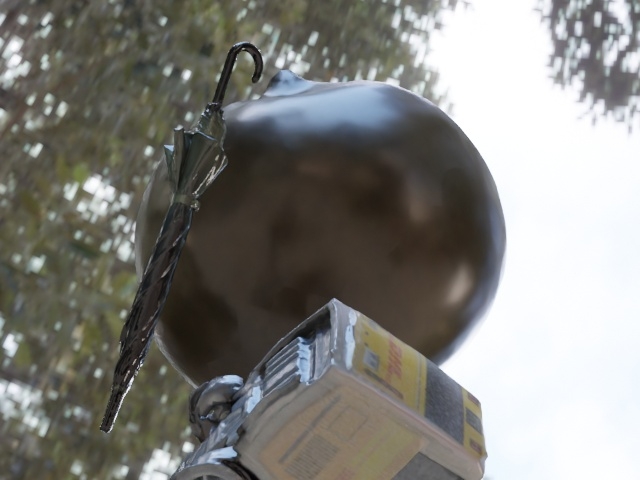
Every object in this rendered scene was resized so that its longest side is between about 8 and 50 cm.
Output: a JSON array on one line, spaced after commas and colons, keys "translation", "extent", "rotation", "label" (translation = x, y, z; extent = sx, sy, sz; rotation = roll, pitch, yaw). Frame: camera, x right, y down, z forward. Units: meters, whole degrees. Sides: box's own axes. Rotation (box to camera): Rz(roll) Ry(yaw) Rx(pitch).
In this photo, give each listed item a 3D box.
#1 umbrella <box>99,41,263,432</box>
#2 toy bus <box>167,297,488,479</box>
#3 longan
[{"translation": [-0.096, -0.011, 1.061], "extent": [0.044, 0.269, 0.044], "rotation": [35, -24, -34], "label": "umbrella"}, {"translation": [-0.058, 0.188, 0.905], "extent": [0.138, 0.097, 0.342], "rotation": [32, -71, -12], "label": "toy bus"}, {"translation": [0.003, 0.002, 1.354], "extent": [0.297, 0.297, 0.297], "rotation": [6, -53, 8], "label": "longan"}]
